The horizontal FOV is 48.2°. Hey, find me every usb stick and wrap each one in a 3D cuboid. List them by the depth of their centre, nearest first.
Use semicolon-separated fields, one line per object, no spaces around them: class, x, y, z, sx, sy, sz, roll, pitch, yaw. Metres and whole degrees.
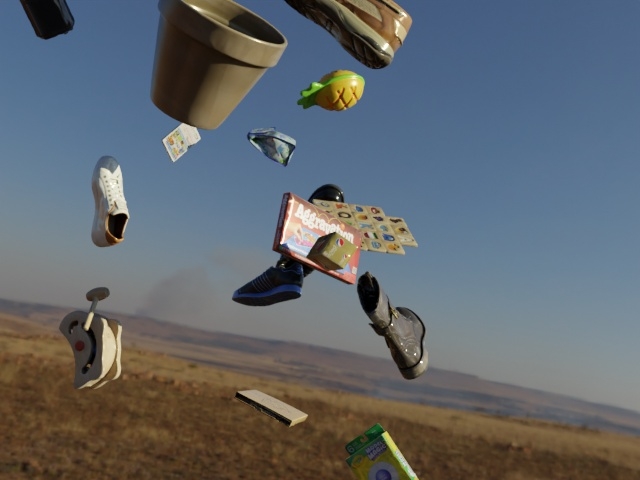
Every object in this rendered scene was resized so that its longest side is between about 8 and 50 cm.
usb stick;-0.531;-0.499;1.285;0.077;0.278;0.045;-28;32;-16

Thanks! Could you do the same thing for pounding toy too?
pounding toy;-0.645;0.264;1.934;0.154;0.269;0.155;-8;-14;20

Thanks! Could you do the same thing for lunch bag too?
lunch bag;-0.157;-0.306;2.248;0.151;0.096;0.129;23;12;-7

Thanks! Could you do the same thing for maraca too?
maraca;0.028;-0.384;1.854;0.186;0.099;0.127;-15;-23;-20

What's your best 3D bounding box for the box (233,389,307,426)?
box;-0.128;0.435;1.872;0.164;0.021;0.201;24;-4;13

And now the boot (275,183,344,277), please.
boot;-0.031;-0.022;2.545;0.131;0.348;0.260;31;18;-9

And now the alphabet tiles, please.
alphabet tiles;0.109;-0.043;2.139;0.343;0.011;0.285;6;28;-16

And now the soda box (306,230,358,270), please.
soda box;0.022;0.026;1.554;0.061;0.058;0.181;35;-9;-7

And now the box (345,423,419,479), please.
box;0.133;0.490;1.520;0.105;0.179;0.043;-39;-16;14

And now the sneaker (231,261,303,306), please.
sneaker;-0.140;0.119;1.937;0.232;0.090;0.081;-11;-32;33

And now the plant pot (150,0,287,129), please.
plant pot;-0.283;-0.440;1.775;0.323;0.280;0.323;25;23;-11

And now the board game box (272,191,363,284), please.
board game box;0.000;0.000;1.760;0.027;0.145;0.281;-7;-23;42

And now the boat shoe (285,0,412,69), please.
boat shoe;0.021;-0.442;1.252;0.324;0.120;0.122;39;-3;-8

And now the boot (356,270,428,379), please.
boot;0.152;0.158;1.576;0.229;0.091;0.263;56;10;-24

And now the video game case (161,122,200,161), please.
video game case;-0.426;-0.310;2.190;0.011;0.122;0.087;24;-32;34

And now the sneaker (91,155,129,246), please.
sneaker;-0.636;-0.125;2.224;0.123;0.290;0.106;-5;-7;37
